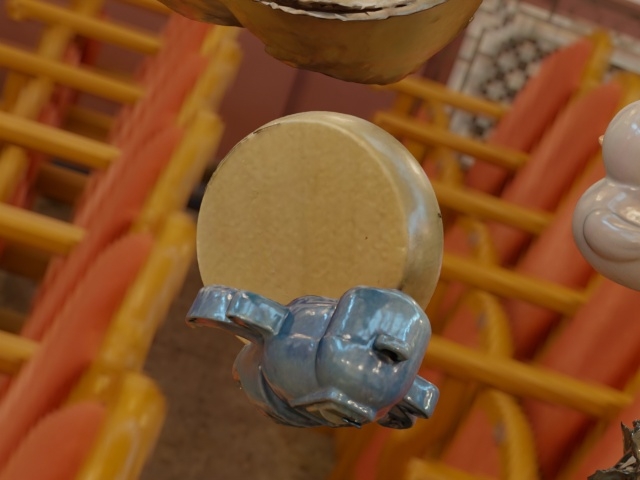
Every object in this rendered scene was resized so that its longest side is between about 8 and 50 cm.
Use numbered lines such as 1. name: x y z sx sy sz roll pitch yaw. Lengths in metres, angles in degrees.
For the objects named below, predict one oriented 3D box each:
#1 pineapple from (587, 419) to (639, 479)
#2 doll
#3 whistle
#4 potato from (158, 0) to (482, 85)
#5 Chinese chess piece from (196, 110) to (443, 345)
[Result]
1. pineapple: 0.318 0.247 1.183 0.362 0.202 0.202 47 18 0
2. doll: 0.407 -0.053 2.182 0.221 0.221 0.251 8 23 -36
3. whistle: 0.002 0.084 1.278 0.180 0.093 0.269 28 -14 -16
4. potato: -0.014 -0.223 1.209 0.290 0.296 0.397 -28 66 -18
5. Chinese chess piece: 0.000 0.000 1.818 0.251 0.251 0.097 28 14 25
